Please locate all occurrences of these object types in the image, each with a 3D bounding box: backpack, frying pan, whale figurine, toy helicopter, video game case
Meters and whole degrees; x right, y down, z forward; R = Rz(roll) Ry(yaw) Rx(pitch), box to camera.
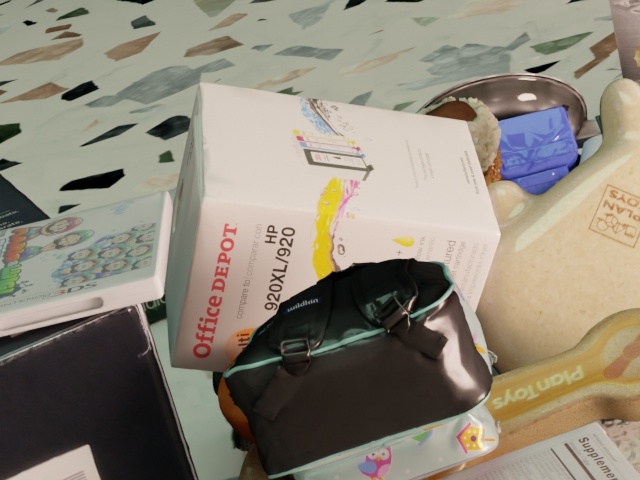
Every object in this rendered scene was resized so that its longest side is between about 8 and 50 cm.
[{"bbox_3d":[0.032,0.088,1.053,0.165,0.144,0.188,-23,14,5],"label":"backpack"},{"bbox_3d":[0.250,-0.105,1.729,0.326,0.197,0.053,8,57,-23],"label":"frying pan"},{"bbox_3d":[0.231,0.009,1.295,0.216,0.272,0.141,22,-12,9],"label":"whale figurine"},{"bbox_3d":[0.104,0.151,1.147,0.355,0.140,0.235,-23,41,9],"label":"toy helicopter"},{"bbox_3d":[-0.170,0.016,1.045,0.143,0.019,0.157,-14,22,3],"label":"video game case"},{"bbox_3d":[0.217,-0.067,1.634,0.098,0.120,0.101,-9,67,4],"label":"backpack"}]

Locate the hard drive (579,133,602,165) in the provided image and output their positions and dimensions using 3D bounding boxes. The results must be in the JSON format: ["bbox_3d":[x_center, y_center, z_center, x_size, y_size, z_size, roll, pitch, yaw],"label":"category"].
[{"bbox_3d":[0.332,-0.039,1.466,0.203,0.040,0.307,-13,24,21],"label":"hard drive"}]

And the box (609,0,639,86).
[{"bbox_3d":[0.415,-0.237,1.736,0.183,0.231,0.056,0,24,33],"label":"box"}]

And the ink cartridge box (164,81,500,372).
[{"bbox_3d":[0.000,0.000,1.275,0.232,0.171,0.168,7,35,-11],"label":"ink cartridge box"}]

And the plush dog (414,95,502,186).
[{"bbox_3d":[0.085,-0.003,1.522,0.262,0.211,0.225,-26,1,13],"label":"plush dog"}]

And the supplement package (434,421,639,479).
[{"bbox_3d":[0.096,0.233,0.972,0.244,0.134,0.139,-18,22,-5],"label":"supplement package"}]

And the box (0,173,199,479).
[{"bbox_3d":[-0.245,0.154,1.183,0.212,0.294,0.395,-23,24,-18],"label":"box"}]

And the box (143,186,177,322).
[{"bbox_3d":[-0.217,0.029,1.769,0.322,0.058,0.232,-24,24,-14],"label":"box"}]

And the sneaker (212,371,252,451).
[{"bbox_3d":[0.004,0.137,1.351,0.227,0.130,0.087,23,31,16],"label":"sneaker"}]
